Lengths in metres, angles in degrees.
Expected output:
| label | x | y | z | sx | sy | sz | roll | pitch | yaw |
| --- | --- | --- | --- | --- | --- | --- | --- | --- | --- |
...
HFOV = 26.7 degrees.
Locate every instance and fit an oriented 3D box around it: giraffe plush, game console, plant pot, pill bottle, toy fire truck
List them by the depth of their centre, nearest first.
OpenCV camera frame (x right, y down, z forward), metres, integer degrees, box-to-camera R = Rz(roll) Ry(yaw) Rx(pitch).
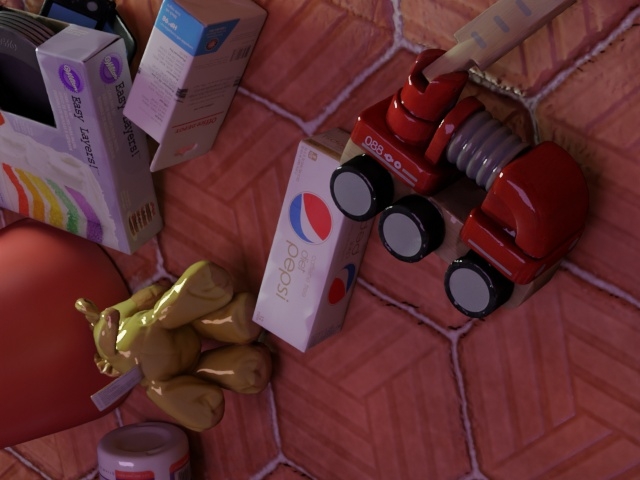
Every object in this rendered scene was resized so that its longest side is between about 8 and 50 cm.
| label | x | y | z | sx | sy | sz | roll | pitch | yaw |
| --- | --- | --- | --- | --- | --- | --- | --- | --- | --- |
| toy fire truck | 0.155 | -0.094 | 1.185 | 0.217 | 0.158 | 0.246 | 41 | 135 | 19 |
| game console | -0.267 | -0.205 | 1.479 | 0.107 | 0.071 | 0.122 | 22 | 125 | -16 |
| giraffe plush | -0.180 | 0.112 | 1.485 | 0.170 | 0.210 | 0.181 | 17 | 122 | 63 |
| plant pot | -0.391 | 0.131 | 1.579 | 0.275 | 0.243 | 0.275 | 13 | 113 | 32 |
| pill bottle | -0.203 | 0.322 | 1.592 | 0.108 | 0.108 | 0.193 | 9 | 110 | 33 |

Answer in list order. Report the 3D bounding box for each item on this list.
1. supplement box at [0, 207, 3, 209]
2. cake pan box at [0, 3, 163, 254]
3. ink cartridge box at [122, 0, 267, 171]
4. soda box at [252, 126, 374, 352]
| label | x | y | z | sx | sy | sz | roll | pitch | yaw |
| --- | --- | --- | --- | --- | --- | --- | --- | --- | --- |
| supplement box | -0.424 | -0.044 | 1.634 | 0.062 | 0.098 | 0.036 | -15 | 96 | 38 |
| cake pan box | -0.303 | -0.133 | 1.491 | 0.246 | 0.070 | 0.267 | 18 | 134 | 28 |
| ink cartridge box | -0.135 | -0.166 | 1.379 | 0.060 | 0.104 | 0.180 | 39 | 124 | 19 |
| soda box | 0.000 | 0.000 | 1.361 | 0.074 | 0.069 | 0.216 | 30 | 120 | 25 |
